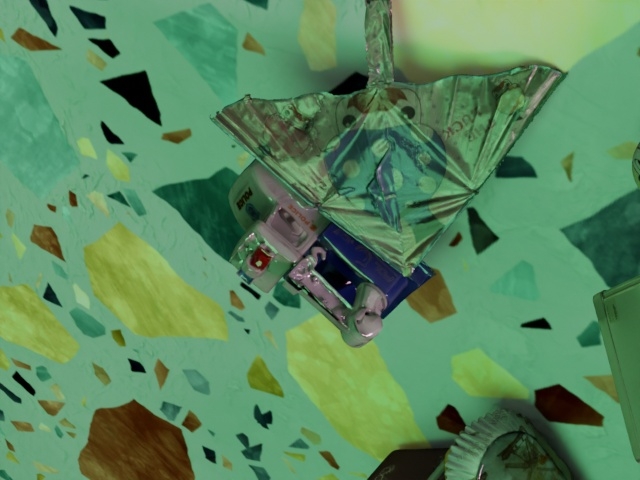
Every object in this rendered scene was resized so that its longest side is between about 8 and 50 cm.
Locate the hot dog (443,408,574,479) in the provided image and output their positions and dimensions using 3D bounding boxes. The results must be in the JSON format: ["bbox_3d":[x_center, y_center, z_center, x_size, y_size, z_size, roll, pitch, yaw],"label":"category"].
[{"bbox_3d":[0.228,0.306,1.208,0.268,0.144,0.075,59,164,-22],"label":"hot dog"}]

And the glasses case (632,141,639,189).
[{"bbox_3d":[0.346,-0.113,0.790,0.123,0.076,0.316,38,140,7],"label":"glasses case"}]

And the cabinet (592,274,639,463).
[{"bbox_3d":[0.353,0.076,0.858,0.206,0.145,0.150,-34,58,49],"label":"cabinet"}]

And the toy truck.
[{"bbox_3d":[0.000,0.000,1.092,0.213,0.177,0.161,42,141,0],"label":"toy truck"}]

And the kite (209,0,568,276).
[{"bbox_3d":[0.054,-0.116,0.986,0.335,0.011,0.314,-3,104,18],"label":"kite"}]

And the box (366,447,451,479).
[{"bbox_3d":[0.157,0.389,1.302,0.167,0.193,0.294,-12,115,50],"label":"box"}]
